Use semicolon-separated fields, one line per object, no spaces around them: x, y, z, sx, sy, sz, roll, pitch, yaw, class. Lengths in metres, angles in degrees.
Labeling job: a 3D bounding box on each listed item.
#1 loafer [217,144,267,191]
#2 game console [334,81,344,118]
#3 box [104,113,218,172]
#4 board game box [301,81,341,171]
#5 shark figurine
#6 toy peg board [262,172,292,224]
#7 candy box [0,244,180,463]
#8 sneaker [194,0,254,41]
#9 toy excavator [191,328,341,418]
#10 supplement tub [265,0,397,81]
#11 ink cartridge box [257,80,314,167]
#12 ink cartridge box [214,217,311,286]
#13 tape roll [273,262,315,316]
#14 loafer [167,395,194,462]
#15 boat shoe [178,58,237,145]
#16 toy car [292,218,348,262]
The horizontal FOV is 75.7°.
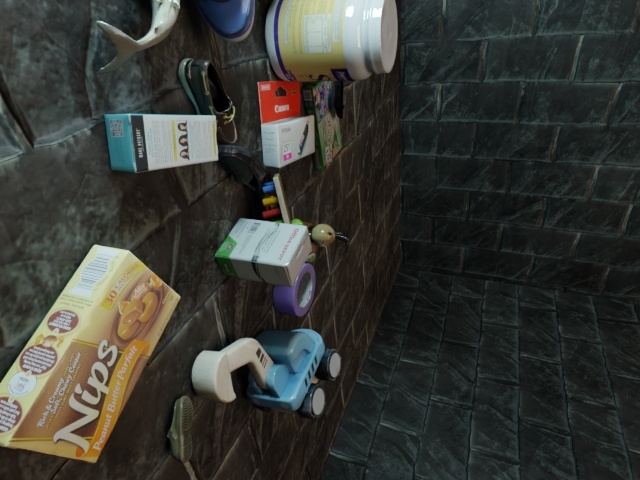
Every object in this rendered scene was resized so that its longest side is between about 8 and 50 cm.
-0.198;-0.185;1.068;0.223;0.076;0.078;32;63;-73;loafer
0.085;-0.644;1.597;0.213;0.044;0.361;45;47;-72;game console
-0.302;-0.199;0.821;0.244;0.060;0.100;-34;128;-63;box
0.013;-0.453;1.563;0.213;0.046;0.317;-60;149;-46;board game box
-0.297;-0.408;0.725;0.166;0.116;0.278;9;79;-35;shark figurine
-0.140;-0.106;1.210;0.161;0.079;0.160;-108;-176;-76;toy peg board
-0.385;0.189;0.702;0.183;0.087;0.316;67;37;-53;candy box
-0.210;-0.545;0.745;0.236;0.130;0.323;-98;178;-70;sneaker
-0.158;0.377;1.248;0.433;0.222;0.445;-58;135;-46;toy excavator
0.036;-0.584;1.182;0.241;0.331;0.241;8;90;-69;supplement tub
-0.097;-0.374;1.293;0.275;0.060;0.239;-44;138;-58;ink cartridge box
-0.146;0.028;1.092;0.087;0.208;0.153;77;29;-42;ink cartridge box
-0.089;0.170;1.465;0.189;0.080;0.189;7;90;-69;tape roll
-0.335;0.447;0.976;0.056;0.050;0.148;43;42;-69;loafer
-0.238;-0.303;0.939;0.228;0.069;0.081;67;36;-52;boat shoe
0.000;0.000;1.468;0.155;0.188;0.149;39;50;-65;toy car
